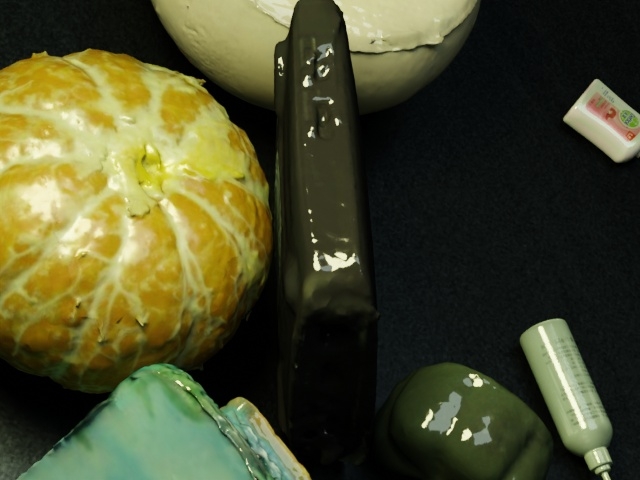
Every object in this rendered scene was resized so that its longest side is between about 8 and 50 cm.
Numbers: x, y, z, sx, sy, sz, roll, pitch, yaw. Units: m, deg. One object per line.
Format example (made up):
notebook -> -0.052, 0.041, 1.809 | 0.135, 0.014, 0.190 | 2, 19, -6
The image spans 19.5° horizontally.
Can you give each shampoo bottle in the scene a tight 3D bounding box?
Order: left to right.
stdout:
shampoo bottle -> 0.265, 0.177, 1.919 | 0.056, 0.056, 0.195 | -6, 62, -28
shampoo bottle -> 0.338, -0.134, 2.163 | 0.099, 0.043, 0.072 | 40, 52, 4

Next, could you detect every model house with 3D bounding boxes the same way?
model house -> -0.079, 0.242, 1.643 | 0.261, 0.226, 0.241 | 54, 24, 12

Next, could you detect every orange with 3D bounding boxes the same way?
orange -> -0.205, -0.014, 1.709 | 0.329, 0.249, 0.329 | 9, 62, -17

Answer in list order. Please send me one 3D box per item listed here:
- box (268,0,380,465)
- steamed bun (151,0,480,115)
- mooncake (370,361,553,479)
box -> 0.000, 0.000, 1.739 | 0.091, 0.359, 0.350 | -2, 57, -4
steamed bun -> -0.020, -0.289, 1.974 | 0.374, 0.241, 0.374 | 11, 60, -19
mooncake -> 0.133, 0.203, 1.806 | 0.175, 0.168, 0.104 | 17, 58, 27
